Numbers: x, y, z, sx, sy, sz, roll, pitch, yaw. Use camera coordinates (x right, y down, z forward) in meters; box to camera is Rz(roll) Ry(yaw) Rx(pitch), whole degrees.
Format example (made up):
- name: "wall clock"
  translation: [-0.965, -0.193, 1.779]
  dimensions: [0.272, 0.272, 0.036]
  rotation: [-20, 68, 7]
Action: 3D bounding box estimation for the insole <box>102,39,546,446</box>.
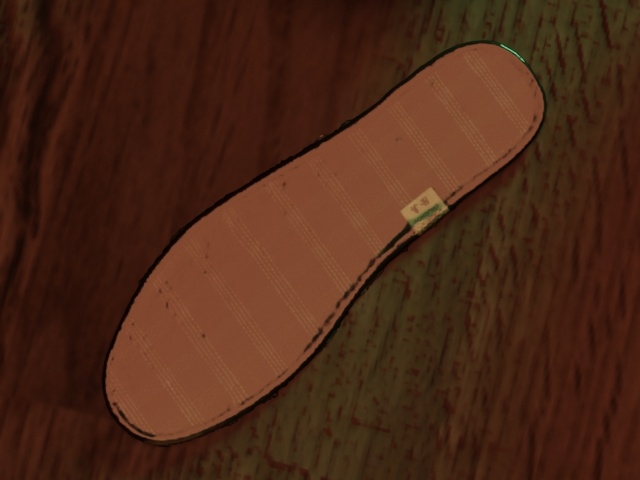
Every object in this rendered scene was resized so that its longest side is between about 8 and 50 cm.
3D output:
- name: "insole"
  translation: [0.000, 0.000, 1.087]
  dimensions: [0.309, 0.012, 0.110]
  rotation: [-37, 84, 0]
